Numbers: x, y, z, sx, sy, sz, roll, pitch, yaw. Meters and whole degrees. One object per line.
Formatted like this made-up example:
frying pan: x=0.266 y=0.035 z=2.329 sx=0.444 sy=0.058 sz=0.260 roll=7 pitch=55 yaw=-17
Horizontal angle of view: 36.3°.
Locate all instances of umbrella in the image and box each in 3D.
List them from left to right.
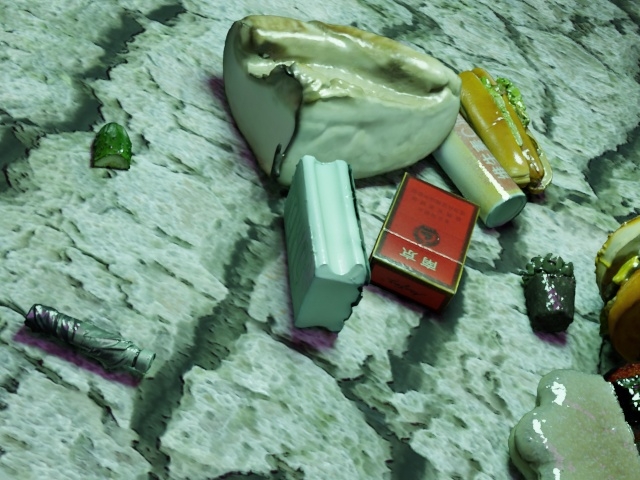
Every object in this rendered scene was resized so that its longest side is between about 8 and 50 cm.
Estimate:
umbrella: x=-0.325 y=0.141 z=1.377 sx=0.188 sy=0.050 sz=0.046 roll=22 pitch=24 yaw=-1

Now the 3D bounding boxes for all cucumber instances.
cucumber: x=-0.352 y=-0.169 z=1.659 sx=0.067 sy=0.035 sz=0.107 roll=5 pitch=46 yaw=-17

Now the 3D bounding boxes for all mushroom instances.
mushroom: x=0.044 y=-0.271 z=1.801 sx=0.397 sy=0.224 sz=0.313 roll=-7 pitch=38 yaw=-27

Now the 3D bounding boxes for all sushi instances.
sushi: x=0.558 y=0.270 z=1.554 sx=0.225 sy=0.136 sz=0.126 roll=5 pitch=39 yaw=-11

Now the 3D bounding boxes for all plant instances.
plant: x=0.396 y=0.086 z=1.695 sx=0.095 sy=0.092 sz=0.143 roll=10 pitch=52 yaw=-3

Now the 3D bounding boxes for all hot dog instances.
hot dog: x=0.361 y=-0.236 z=1.956 sx=0.135 sy=0.100 sz=0.337 roll=10 pitch=44 yaw=-35

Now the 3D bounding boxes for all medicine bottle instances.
medicine bottle: x=0.243 y=-0.209 z=1.895 sx=0.108 sy=0.108 sz=0.426 roll=-15 pitch=58 yaw=-32

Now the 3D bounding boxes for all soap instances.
soap: x=0.000 y=0.000 z=1.564 sx=0.094 sy=0.150 sz=0.261 roll=9 pitch=46 yaw=-19

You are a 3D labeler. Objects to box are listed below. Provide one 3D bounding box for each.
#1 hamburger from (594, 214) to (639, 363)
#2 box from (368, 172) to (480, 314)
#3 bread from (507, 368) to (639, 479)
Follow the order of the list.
hamburger: x=0.607 y=0.079 z=1.661 sx=0.291 sy=0.291 sz=0.225 roll=11 pitch=41 yaw=-13
box: x=0.177 y=0.001 z=1.692 sx=0.153 sy=0.074 sz=0.239 roll=27 pitch=45 yaw=-2
bread: x=0.377 y=0.344 z=1.438 sx=0.183 sy=0.102 sz=0.337 roll=0 pitch=51 yaw=-17
